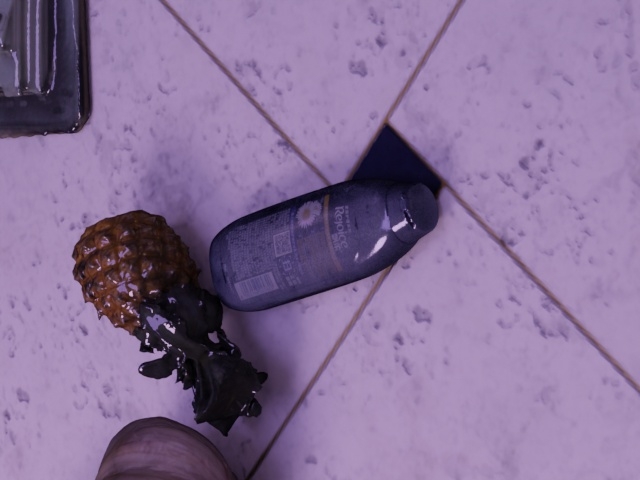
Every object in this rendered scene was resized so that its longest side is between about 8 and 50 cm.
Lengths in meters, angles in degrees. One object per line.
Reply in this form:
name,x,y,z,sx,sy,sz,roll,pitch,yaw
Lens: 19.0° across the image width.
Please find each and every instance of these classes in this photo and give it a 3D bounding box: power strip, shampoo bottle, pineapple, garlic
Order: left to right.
power strip,-0.320,-0.209,1.912,0.198,0.064,0.213,-2,89,39
pineapple,-0.129,0.077,1.721,0.237,0.119,0.111,52,132,33
garlic,-0.106,0.270,1.688,0.212,0.218,0.219,13,102,3
shampoo bottle,0.000,0.000,1.644,0.233,0.049,0.087,-19,77,40
